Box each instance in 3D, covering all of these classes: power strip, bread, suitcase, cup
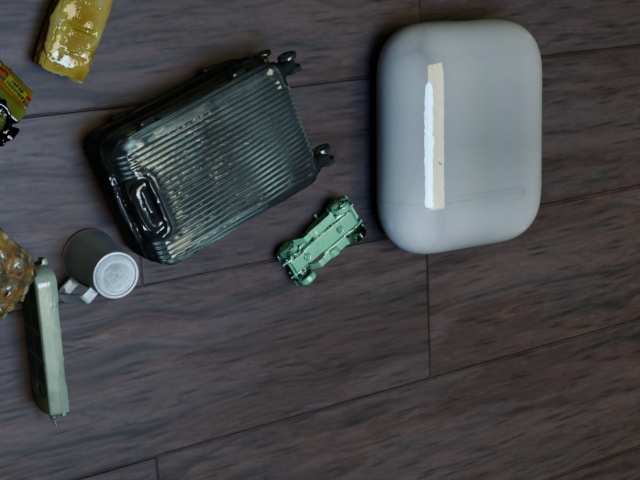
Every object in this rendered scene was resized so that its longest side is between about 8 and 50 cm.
[{"bbox_3d":[-0.357,0.133,1.641,0.029,0.080,0.227,-11,105,-30],"label":"power strip"},{"bbox_3d":[-0.312,-0.269,1.609,0.074,0.053,0.132,23,84,-36],"label":"bread"},{"bbox_3d":[-0.146,-0.114,1.707,0.312,0.128,0.202,-33,116,-25],"label":"suitcase"},{"bbox_3d":[-0.294,0.043,1.650,0.104,0.116,0.074,-46,120,-10],"label":"cup"}]

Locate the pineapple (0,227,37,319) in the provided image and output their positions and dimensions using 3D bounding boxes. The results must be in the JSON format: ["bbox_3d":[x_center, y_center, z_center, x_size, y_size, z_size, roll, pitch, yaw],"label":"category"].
[{"bbox_3d":[-0.482,0.101,1.508,0.141,0.170,0.310,43,77,-4],"label":"pineapple"}]

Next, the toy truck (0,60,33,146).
[{"bbox_3d":[-0.458,-0.217,1.482,0.257,0.127,0.127,41,61,-32],"label":"toy truck"}]

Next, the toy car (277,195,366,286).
[{"bbox_3d":[0.000,0.000,1.878,0.143,0.054,0.073,-42,118,-16],"label":"toy car"}]

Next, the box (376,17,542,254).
[{"bbox_3d":[0.213,-0.160,1.940,0.288,0.141,0.349,-9,104,-34],"label":"box"}]
